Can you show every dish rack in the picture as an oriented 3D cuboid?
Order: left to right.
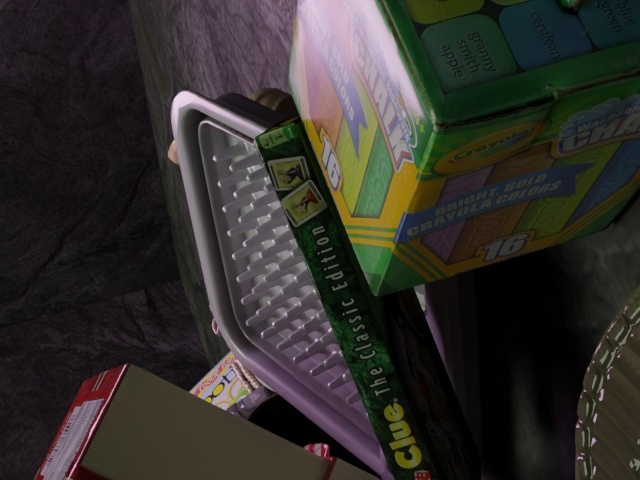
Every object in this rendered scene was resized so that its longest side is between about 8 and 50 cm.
[{"bbox_3d":[0.011,0.032,0.835,0.333,0.072,0.286,30,139,44],"label":"dish rack"}]

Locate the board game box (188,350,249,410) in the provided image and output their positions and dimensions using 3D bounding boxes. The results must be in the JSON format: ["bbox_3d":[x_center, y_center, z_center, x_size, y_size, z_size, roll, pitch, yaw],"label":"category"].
[{"bbox_3d":[-0.088,0.271,1.460,0.144,0.142,0.275,44,-177,-20],"label":"board game box"}]

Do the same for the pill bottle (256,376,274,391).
[{"bbox_3d":[-0.037,0.109,1.240,0.208,0.117,0.118,-131,28,-65],"label":"pill bottle"}]

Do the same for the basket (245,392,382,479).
[{"bbox_3d":[0.024,0.297,1.129,0.204,0.154,0.227,28,143,42],"label":"basket"}]

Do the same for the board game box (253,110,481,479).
[{"bbox_3d":[0.036,0.047,0.615,0.136,0.030,0.260,-49,-62,-71],"label":"board game box"}]

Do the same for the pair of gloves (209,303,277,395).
[{"bbox_3d":[-0.062,0.166,1.406,0.204,0.042,0.240,43,-173,-41],"label":"pair of gloves"}]

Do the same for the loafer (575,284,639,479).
[{"bbox_3d":[0.157,0.117,0.424,0.102,0.092,0.269,-126,40,-56],"label":"loafer"}]

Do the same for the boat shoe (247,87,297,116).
[{"bbox_3d":[0.000,0.000,1.010,0.098,0.109,0.302,-4,103,39],"label":"boat shoe"}]

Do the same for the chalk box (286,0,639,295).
[{"bbox_3d":[0.071,-0.086,0.440,0.213,0.132,0.132,99,153,-65],"label":"chalk box"}]

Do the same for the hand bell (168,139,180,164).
[{"bbox_3d":[-0.088,-0.041,1.381,0.242,0.126,0.126,60,165,14],"label":"hand bell"}]

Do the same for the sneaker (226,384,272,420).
[{"bbox_3d":[-0.015,0.287,1.266,0.300,0.121,0.111,43,-179,-30],"label":"sneaker"}]

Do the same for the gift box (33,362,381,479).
[{"bbox_3d":[-0.113,0.252,0.885,0.255,0.258,0.276,-64,13,-14],"label":"gift box"}]
